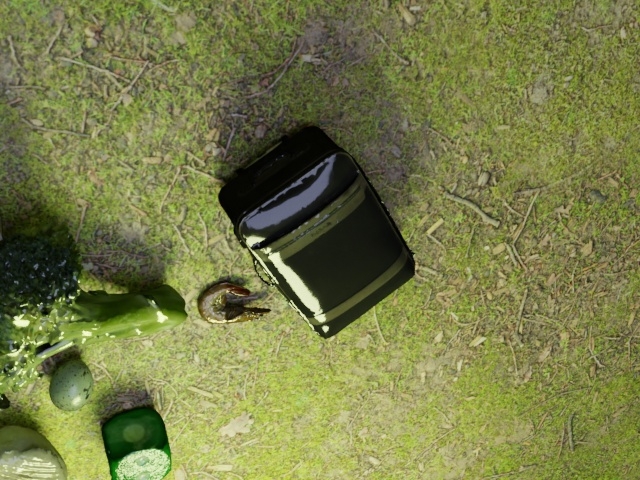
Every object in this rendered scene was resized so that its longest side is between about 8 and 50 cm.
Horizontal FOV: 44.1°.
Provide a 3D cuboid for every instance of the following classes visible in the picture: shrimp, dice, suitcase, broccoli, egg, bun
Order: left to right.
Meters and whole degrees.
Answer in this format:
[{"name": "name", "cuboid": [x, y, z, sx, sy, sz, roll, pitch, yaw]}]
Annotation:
[{"name": "bun", "cuboid": [-0.637, 0.489, 1.600, 0.239, 0.141, 0.239, -12, 115, -27]}, {"name": "egg", "cuboid": [-0.497, 0.288, 1.578, 0.085, 0.085, 0.110, 0, 111, -25]}, {"name": "broccoli", "cuboid": [-0.438, 0.107, 1.411, 0.397, 0.274, 0.353, -9, 167, -14]}, {"name": "dice", "cuboid": [-0.394, 0.447, 1.697, 0.131, 0.128, 0.120, -13, 126, -20]}, {"name": "shrimp", "cuboid": [-0.179, 0.131, 1.669, 0.163, 0.045, 0.095, 1, 98, -20]}, {"name": "suitcase", "cuboid": [0.000, 0.000, 1.571, 0.283, 0.194, 0.434, -36, 126, -2]}]

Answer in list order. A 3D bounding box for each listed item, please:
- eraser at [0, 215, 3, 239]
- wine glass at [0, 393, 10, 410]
[{"name": "eraser", "cuboid": [-0.650, 0.006, 1.322, 0.225, 0.095, 0.052, -24, 121, -12]}, {"name": "wine glass", "cuboid": [-0.685, 0.353, 1.487, 0.122, 0.122, 0.183, 34, 90, -36]}]
